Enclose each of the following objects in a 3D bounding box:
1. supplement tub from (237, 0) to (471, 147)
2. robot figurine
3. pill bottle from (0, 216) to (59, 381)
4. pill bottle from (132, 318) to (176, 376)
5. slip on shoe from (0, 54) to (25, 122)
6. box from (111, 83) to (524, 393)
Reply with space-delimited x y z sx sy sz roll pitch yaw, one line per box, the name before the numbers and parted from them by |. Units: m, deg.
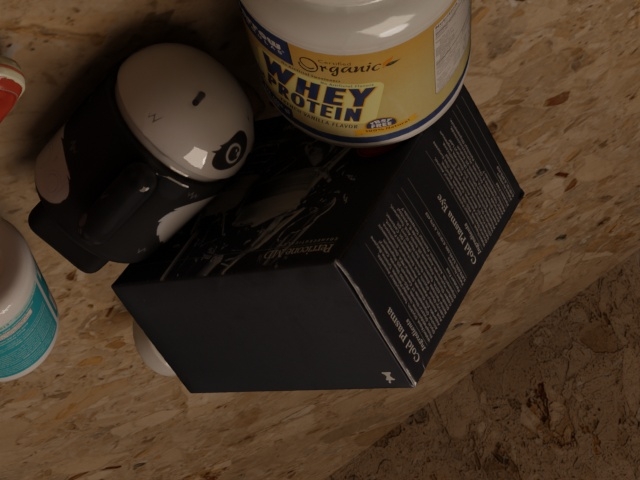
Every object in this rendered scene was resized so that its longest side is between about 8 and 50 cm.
supplement tub | 0.032 -0.247 1.261 0.228 0.228 0.316 -29 159 -5
robot figurine | -0.191 -0.084 1.408 0.173 0.209 0.278 16 132 -45
pill bottle | -0.393 0.080 1.556 0.146 0.146 0.264 -26 159 -12
pill bottle | -0.127 0.099 1.873 0.301 0.169 0.169 -23 168 38
slip on shoe | -0.398 -0.060 1.291 0.331 0.101 0.123 -41 156 22
box | 0.000 0.000 1.482 0.343 0.179 0.312 -8 -144 40
